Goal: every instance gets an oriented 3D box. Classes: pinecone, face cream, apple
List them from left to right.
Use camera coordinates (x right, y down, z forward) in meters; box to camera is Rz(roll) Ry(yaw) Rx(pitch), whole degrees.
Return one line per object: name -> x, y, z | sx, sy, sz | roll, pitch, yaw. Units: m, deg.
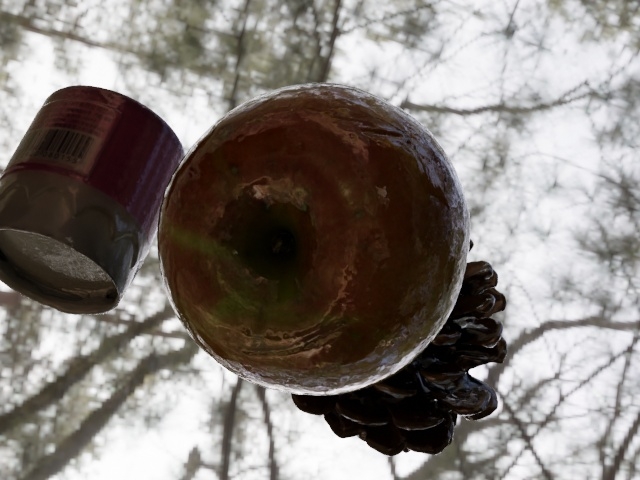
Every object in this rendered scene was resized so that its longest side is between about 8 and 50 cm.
face cream -> -0.257, -0.042, 1.247 | 0.175, 0.175, 0.194 | -28, -145, 51
apple -> 0.000, 0.000, 0.718 | 0.196, 0.196, 0.195 | -25, -120, 52
pinecone -> 0.067, 0.070, 0.950 | 0.208, 0.208, 0.207 | -25, -120, 52
